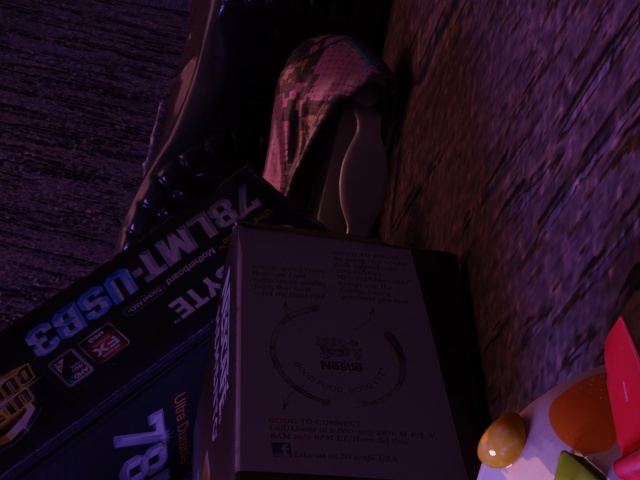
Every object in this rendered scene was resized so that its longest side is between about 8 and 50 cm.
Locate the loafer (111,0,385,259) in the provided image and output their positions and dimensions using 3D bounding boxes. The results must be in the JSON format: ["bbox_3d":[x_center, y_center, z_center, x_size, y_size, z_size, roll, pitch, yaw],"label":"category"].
[{"bbox_3d":[-0.035,-0.072,0.976,0.130,0.134,0.366,-97,26,-73],"label":"loafer"}]

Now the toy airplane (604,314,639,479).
[{"bbox_3d":[0.085,0.036,0.316,0.151,0.028,0.151,176,90,-84],"label":"toy airplane"}]

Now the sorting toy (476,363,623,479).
[{"bbox_3d":[0.072,0.088,0.409,0.075,0.045,0.083,-129,43,-51],"label":"sorting toy"}]

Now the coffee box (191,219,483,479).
[{"bbox_3d":[0.003,0.127,0.595,0.246,0.098,0.141,-93,13,-48],"label":"coffee box"}]

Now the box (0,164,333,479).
[{"bbox_3d":[-0.124,0.145,0.774,0.073,0.293,0.295,42,149,26],"label":"box"}]

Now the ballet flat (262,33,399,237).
[{"bbox_3d":[0.000,0.000,0.851,0.079,0.077,0.221,40,124,57],"label":"ballet flat"}]
